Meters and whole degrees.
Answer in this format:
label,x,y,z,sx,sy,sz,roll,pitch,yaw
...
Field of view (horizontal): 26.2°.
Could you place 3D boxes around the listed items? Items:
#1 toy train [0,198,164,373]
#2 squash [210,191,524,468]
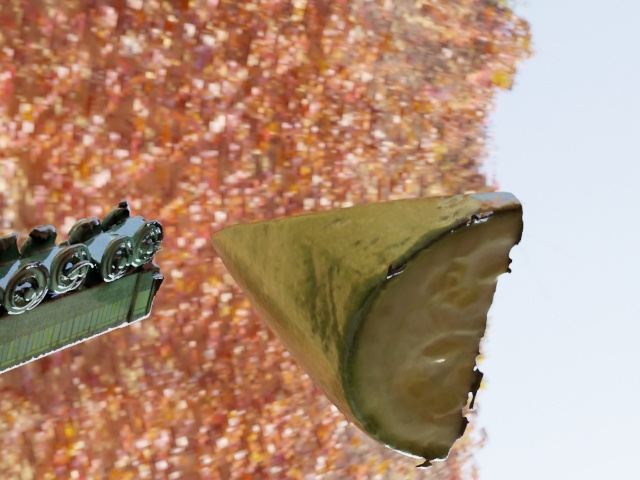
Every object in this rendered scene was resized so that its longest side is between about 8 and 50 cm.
label,x,y,z,sx,sy,sz,roll,pitch,yaw
toy train,-0.128,0.024,0.683,0.038,0.148,0.071,33,-67,19
squash,0.000,0.000,0.905,0.289,0.111,0.203,-127,-139,-51
